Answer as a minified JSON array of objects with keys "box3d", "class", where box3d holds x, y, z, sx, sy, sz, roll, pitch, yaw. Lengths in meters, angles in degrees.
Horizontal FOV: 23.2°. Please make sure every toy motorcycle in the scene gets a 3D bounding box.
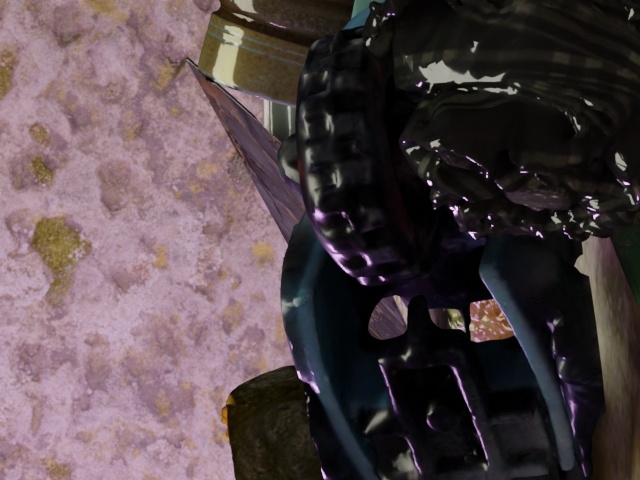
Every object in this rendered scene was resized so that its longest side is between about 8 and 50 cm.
[{"box3d":[0.082,0.034,0.880,0.232,0.172,0.416,-77,-30,-51],"class":"toy motorcycle"}]

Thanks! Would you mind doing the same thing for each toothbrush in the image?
[{"box3d":[0.167,0.053,0.723,0.257,0.018,0.024,-99,1,-54],"class":"toothbrush"}]

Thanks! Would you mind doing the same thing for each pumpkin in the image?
[{"box3d":[0.019,0.275,1.721,0.303,0.225,0.256,-111,13,-59],"class":"pumpkin"}]

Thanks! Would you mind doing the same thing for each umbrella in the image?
[{"box3d":[0.115,-0.165,0.694,0.128,0.154,0.336,38,-117,-54],"class":"umbrella"}]

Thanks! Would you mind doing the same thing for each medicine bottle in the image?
[{"box3d":[0.005,-0.283,1.361,0.151,0.151,0.322,-106,31,-74],"class":"medicine bottle"}]

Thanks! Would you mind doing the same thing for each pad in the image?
[{"box3d":[0.000,0.000,1.501,0.247,0.007,0.367,42,167,37],"class":"pad"}]

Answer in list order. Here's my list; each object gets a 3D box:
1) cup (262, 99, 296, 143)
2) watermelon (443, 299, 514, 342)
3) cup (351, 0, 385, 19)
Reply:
[{"box3d":[0.023,-0.134,1.620,0.347,0.163,0.347,179,90,-85],"class":"cup"},{"box3d":[0.126,-0.008,1.064,0.119,0.063,0.245,-125,32,-46],"class":"watermelon"},{"box3d":[0.072,-0.091,1.242,0.148,0.134,0.235,-31,49,49],"class":"cup"}]
